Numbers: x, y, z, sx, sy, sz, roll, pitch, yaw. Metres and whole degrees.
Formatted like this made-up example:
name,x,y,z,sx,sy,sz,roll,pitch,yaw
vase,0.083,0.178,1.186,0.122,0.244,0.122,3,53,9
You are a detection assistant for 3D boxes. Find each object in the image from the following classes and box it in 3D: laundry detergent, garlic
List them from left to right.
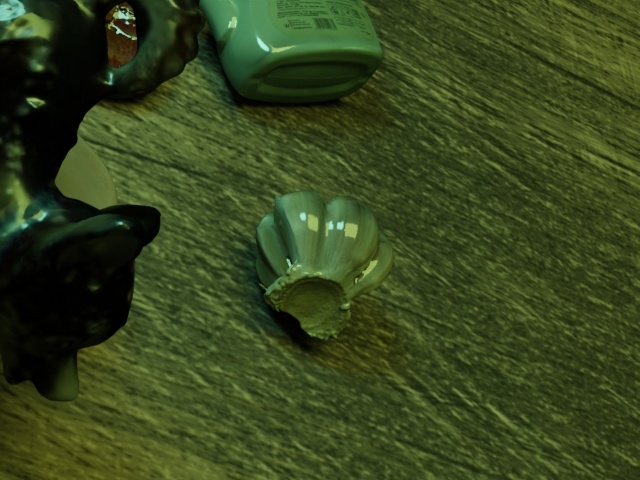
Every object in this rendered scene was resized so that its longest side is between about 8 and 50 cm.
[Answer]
name,x,y,z,sx,sy,sz,roll,pitch,yaw
laundry detergent,-0.067,-0.285,2.118,0.215,0.105,0.280,-6,60,-43
garlic,0.000,0.000,1.906,0.131,0.127,0.194,27,20,-14

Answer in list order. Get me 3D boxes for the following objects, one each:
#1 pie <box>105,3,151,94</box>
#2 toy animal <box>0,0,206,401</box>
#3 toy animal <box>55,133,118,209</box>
name,x,y,z,sx,sy,sz,roll,pitch,yaw
pie,-0.227,-0.219,1.958,0.182,0.049,0.182,29,36,-24
toy animal,-0.220,-0.045,1.492,0.194,0.303,0.344,-29,110,-85
toy animal,-0.288,-0.057,1.662,0.250,0.154,0.166,35,46,-6
